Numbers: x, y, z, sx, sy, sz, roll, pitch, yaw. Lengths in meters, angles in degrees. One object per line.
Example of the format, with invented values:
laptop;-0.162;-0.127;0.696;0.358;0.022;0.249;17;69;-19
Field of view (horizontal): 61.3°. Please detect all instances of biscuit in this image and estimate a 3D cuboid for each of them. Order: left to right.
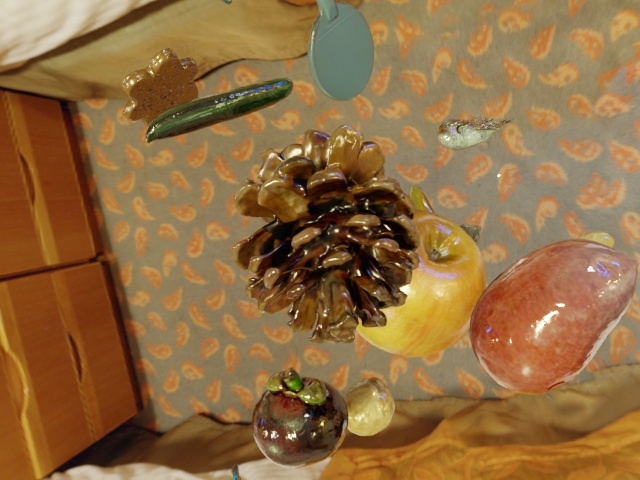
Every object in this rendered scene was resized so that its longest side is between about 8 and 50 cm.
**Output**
biscuit;-0.323;-0.301;1.103;0.180;0.236;0.039;-41;82;-8

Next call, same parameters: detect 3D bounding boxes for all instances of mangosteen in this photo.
mangosteen;-0.055;0.388;1.198;0.216;0.216;0.216;2;97;18

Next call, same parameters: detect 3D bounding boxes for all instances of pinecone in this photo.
pinecone;0.002;-0.001;0.499;0.179;0.150;0.195;-34;64;27

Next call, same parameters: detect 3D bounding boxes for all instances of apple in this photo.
apple;0.173;0.075;1.018;0.286;0.286;0.233;43;133;9

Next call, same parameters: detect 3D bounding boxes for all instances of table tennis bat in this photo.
table tennis bat;0.043;-0.503;1.343;0.215;0.329;0.044;-44;45;-19

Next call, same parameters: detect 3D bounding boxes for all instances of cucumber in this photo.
cucumber;-0.173;-0.234;0.943;0.284;0.056;0.056;-24;88;-17

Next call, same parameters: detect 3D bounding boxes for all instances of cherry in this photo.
cherry;0.165;0.053;0.398;0.086;0.106;0.126;32;102;22

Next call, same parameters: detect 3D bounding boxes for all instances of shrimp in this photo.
shrimp;0.387;-0.274;1.332;0.232;0.090;0.079;-16;82;-21

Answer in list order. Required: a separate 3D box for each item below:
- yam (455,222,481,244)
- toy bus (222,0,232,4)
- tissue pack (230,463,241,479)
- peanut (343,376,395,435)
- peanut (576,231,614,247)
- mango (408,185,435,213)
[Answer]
yam;0.295;0.054;1.308;0.153;0.154;0.255;12;115;17
toy bus;-0.185;-0.712;1.241;0.133;0.165;0.276;32;126;-14
tissue pack;-0.121;0.353;0.650;0.027;0.138;0.085;11;128;8
peanut;0.128;0.460;1.487;0.159;0.109;0.141;-36;47;0
peanut;0.591;0.105;1.215;0.117;0.101;0.263;22;96;23
mango;0.229;-0.028;1.171;0.066;0.101;0.188;-18;93;-2
